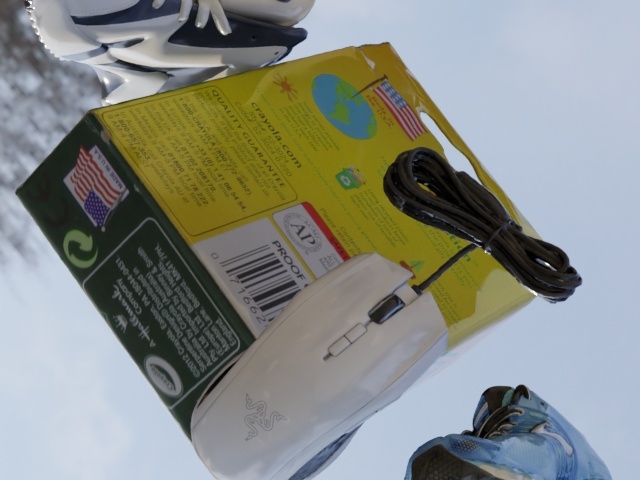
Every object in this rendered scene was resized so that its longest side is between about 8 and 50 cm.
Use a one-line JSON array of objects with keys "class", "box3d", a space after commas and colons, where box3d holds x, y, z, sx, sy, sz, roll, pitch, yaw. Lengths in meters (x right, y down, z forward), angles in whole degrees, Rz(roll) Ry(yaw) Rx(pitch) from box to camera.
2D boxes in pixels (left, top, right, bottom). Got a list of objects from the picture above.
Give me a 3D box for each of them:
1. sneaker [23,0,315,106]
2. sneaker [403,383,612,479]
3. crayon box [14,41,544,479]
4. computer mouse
[{"class": "sneaker", "box3d": [-0.079, -0.149, 0.951, 0.153, 0.235, 0.094, -23, -119, 4]}, {"class": "sneaker", "box3d": [0.071, 0.094, 0.680, 0.063, 0.162, 0.073, -33, -115, 18]}, {"class": "crayon box", "box3d": [0.000, 0.000, 0.977, 0.081, 0.202, 0.318, -43, 168, 33]}, {"class": "computer mouse", "box3d": [0.022, 0.044, 0.783, 0.193, 0.106, 0.042, -43, 170, -14]}]
